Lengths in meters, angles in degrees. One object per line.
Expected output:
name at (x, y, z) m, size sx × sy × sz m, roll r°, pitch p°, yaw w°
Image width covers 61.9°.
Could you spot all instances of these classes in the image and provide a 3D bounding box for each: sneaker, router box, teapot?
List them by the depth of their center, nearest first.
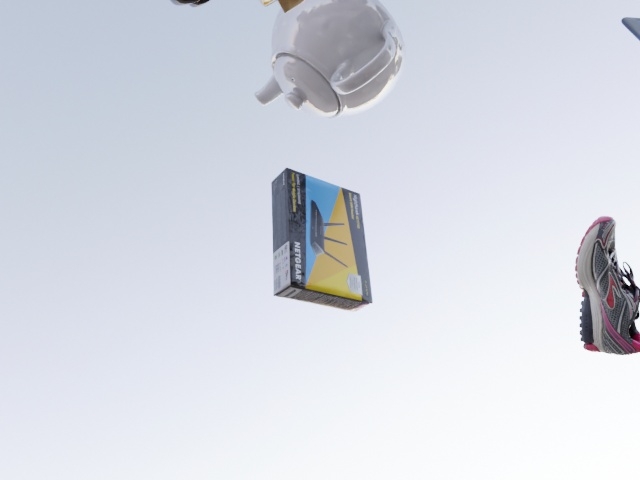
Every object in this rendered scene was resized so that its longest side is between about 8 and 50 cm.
router box at (0.000, 0.000, 0.735) m, size 0.133 × 0.178 × 0.046 m, roll 16°, pitch -34°, yaw -32°
teapot at (0.009, -0.296, 0.903) m, size 0.253 × 0.187 × 0.256 m, roll 33°, pitch -16°, yaw 13°
sneaker at (0.611, 0.093, 1.115) m, size 0.112 × 0.298 × 0.121 m, roll 1°, pitch 17°, yaw 45°

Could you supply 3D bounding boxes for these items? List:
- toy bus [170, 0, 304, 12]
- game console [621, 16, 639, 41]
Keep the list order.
toy bus at (-0.035, -0.182, 0.289) m, size 0.202 × 0.190 × 0.104 m, roll 11°, pitch -29°, yaw 33°
game console at (0.907, -0.496, 1.223) m, size 0.294 × 0.173 × 0.250 m, roll -1°, pitch -10°, yaw -10°
